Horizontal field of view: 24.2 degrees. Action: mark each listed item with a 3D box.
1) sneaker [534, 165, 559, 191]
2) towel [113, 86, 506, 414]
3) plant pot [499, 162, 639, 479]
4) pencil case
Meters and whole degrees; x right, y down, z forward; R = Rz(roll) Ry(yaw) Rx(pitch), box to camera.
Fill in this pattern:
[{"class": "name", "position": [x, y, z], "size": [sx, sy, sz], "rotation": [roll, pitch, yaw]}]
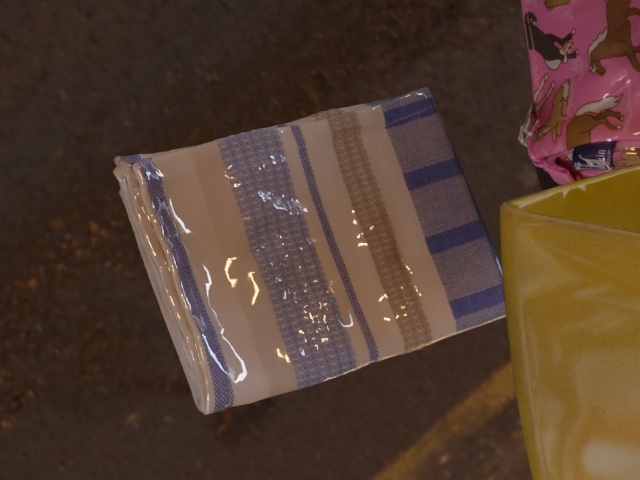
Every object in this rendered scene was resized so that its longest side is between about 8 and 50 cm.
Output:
[{"class": "sneaker", "position": [0.283, -0.010, 1.407], "size": [0.123, 0.106, 0.290], "rotation": [-23, 123, -15]}, {"class": "towel", "position": [0.000, 0.000, 1.154], "size": [0.285, 0.209, 0.034], "rotation": [-15, 169, -24]}, {"class": "plant pot", "position": [0.209, 0.078, 0.669], "size": [0.212, 0.212, 0.187], "rotation": [-15, 114, -55]}, {"class": "pencil case", "position": [0.239, -0.239, 1.248], "size": [0.167, 0.160, 0.386], "rotation": [-1, 81, -27]}]
